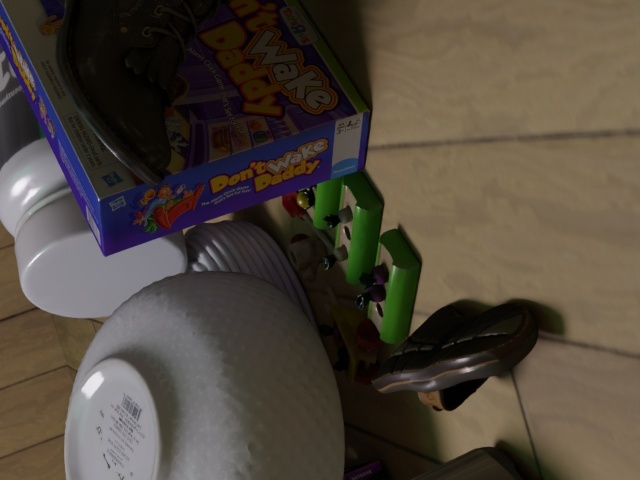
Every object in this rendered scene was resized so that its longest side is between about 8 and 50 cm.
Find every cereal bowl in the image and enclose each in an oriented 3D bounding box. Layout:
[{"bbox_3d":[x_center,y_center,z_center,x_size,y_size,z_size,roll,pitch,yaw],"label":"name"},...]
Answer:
[{"bbox_3d":[-0.138,0.191,1.400,0.339,0.141,0.338,-9,78,49],"label":"cereal bowl"}]

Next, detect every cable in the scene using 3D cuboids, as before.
[{"bbox_3d":[-0.080,0.099,1.619,0.257,0.089,0.257,-129,26,-48],"label":"cable"}]

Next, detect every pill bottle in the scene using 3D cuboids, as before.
[{"bbox_3d":[-0.255,-0.112,1.621,0.204,0.204,0.361,100,158,-56],"label":"pill bottle"}]

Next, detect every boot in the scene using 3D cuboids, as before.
[{"bbox_3d":[-0.087,-0.191,1.136,0.091,0.229,0.263,43,-156,-60],"label":"boot"}]

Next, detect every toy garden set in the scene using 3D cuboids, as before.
[{"bbox_3d":[0.000,0.000,1.351,0.244,0.049,0.203,59,158,32],"label":"toy garden set"}]

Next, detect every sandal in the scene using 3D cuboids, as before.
[{"bbox_3d":[0.105,0.092,1.125,0.060,0.090,0.219,51,156,-9],"label":"sandal"}]

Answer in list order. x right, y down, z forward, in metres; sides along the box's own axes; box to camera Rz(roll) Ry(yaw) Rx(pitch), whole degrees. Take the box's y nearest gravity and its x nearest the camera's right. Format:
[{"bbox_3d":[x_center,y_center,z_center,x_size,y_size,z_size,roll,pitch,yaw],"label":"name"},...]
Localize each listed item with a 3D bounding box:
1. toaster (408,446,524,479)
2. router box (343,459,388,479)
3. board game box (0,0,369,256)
[{"bbox_3d":[0.108,0.254,1.138,0.227,0.146,0.129,48,150,50],"label":"toaster"},{"bbox_3d":[0.043,0.295,1.524,0.133,0.046,0.179,68,162,6],"label":"router box"},{"bbox_3d":[-0.140,-0.171,1.292,0.347,0.233,0.078,59,159,32],"label":"board game box"}]
